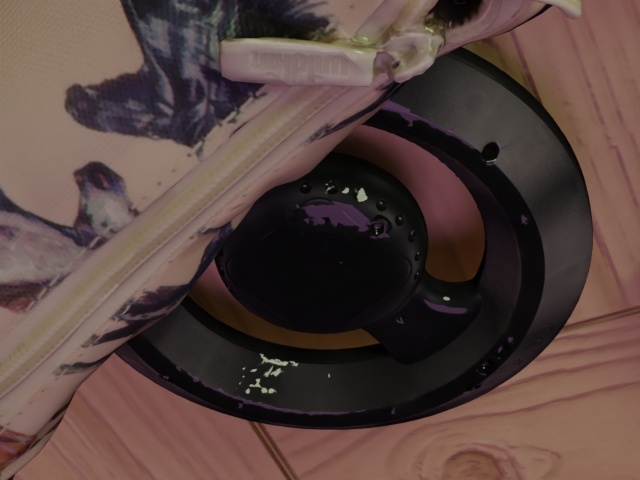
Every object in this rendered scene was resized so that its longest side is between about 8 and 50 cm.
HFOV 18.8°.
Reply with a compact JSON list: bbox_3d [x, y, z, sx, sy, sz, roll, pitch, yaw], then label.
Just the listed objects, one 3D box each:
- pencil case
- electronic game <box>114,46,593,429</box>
[{"bbox_3d":[-0.088,-0.032,0.664,0.160,0.183,0.410,27,128,-29],"label":"pencil case"},{"bbox_3d":[0.000,0.000,0.818,0.229,0.048,0.229,1,132,2],"label":"electronic game"}]
